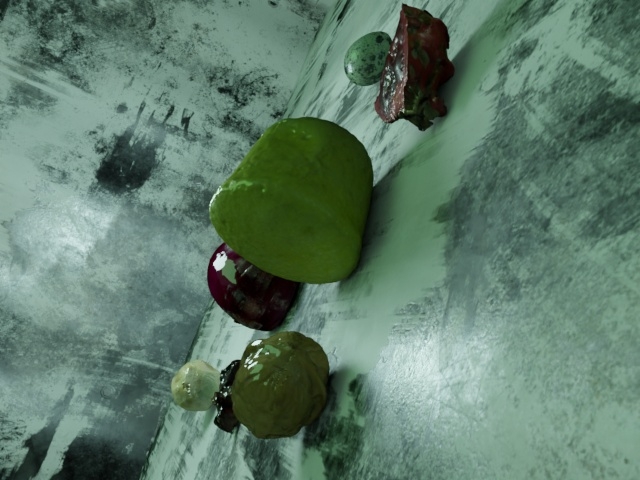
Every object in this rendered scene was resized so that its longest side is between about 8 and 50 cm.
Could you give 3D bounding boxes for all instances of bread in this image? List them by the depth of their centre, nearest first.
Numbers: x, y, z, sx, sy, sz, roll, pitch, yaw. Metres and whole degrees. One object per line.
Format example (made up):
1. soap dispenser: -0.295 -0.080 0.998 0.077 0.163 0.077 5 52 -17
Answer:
1. bread: -0.053 -0.094 1.417 0.348 0.348 0.307 -47 21 54

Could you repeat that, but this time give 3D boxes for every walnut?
1. walnut: -0.079 0.283 1.226 0.198 0.198 0.245 -81 10 -45

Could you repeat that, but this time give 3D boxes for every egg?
1. egg: 0.145 -0.537 1.832 0.172 0.132 0.132 -53 16 10

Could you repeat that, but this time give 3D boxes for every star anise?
1. star anise: -0.271 0.459 1.852 0.220 0.099 0.214 164 119 -72

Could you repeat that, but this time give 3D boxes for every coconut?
1. coconut: -0.447 0.527 2.243 0.194 0.194 0.194 -59 15 28

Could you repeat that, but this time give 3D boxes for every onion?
1. onion: -0.212 0.106 1.890 0.281 0.260 0.336 -57 15 17

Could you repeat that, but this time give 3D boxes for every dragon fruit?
1. dragon fruit: 0.207 -0.319 1.292 0.262 0.134 0.211 106 166 -55
